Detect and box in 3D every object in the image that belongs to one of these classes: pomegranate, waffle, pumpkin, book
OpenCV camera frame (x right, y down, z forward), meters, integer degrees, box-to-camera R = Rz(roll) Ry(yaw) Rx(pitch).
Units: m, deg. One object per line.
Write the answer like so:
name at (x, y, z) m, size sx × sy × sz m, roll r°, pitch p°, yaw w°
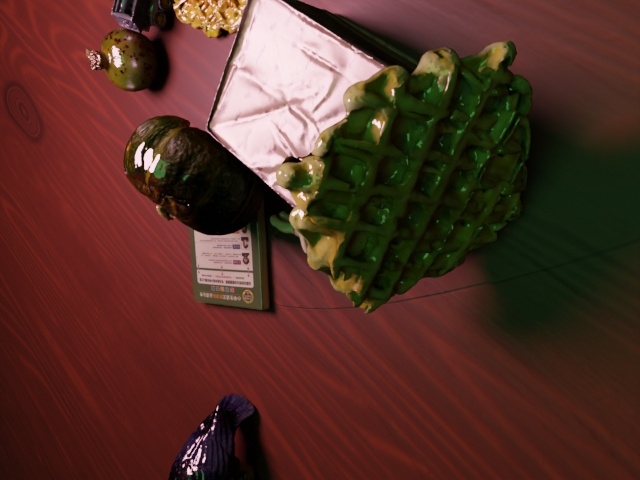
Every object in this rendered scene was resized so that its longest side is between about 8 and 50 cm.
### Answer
pomegranate at (-0.401, -0.375, 0.989) m, size 0.130 × 0.130 × 0.131 m, roll 6°, pitch 100°, yaw 35°
waffle at (-0.182, -0.501, 0.860) m, size 0.245 × 0.052 × 0.255 m, roll 17°, pitch 108°, yaw 31°
waffle at (0.112, -0.049, 0.541) m, size 0.297 × 0.317 × 0.073 m, roll -28°, pitch 42°, yaw 2°
pumpkin at (-0.206, -0.099, 0.786) m, size 0.237 × 0.238 × 0.159 m, roll 33°, pitch 96°, yaw 28°
book at (-0.189, -0.001, 0.949) m, size 0.201 × 0.027 × 0.265 m, roll 1°, pitch 96°, yaw 35°

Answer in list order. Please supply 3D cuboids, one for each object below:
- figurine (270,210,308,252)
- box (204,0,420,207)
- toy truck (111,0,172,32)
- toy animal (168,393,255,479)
figurine at (0.000, 0.000, 0.791) m, size 0.187 × 0.083 × 0.083 m, roll 24°, pitch 110°, yaw 24°
box at (0.019, -0.178, 0.677) m, size 0.297 × 0.190 × 0.225 m, roll 42°, pitch 120°, yaw 24°
toy truck at (-0.345, -0.511, 0.940) m, size 0.083 × 0.092 × 0.192 m, roll 29°, pitch 104°, yaw 30°
toy animal at (-0.213, 0.459, 0.937) m, size 0.122 × 0.185 × 0.299 m, roll 7°, pitch 82°, yaw 39°
